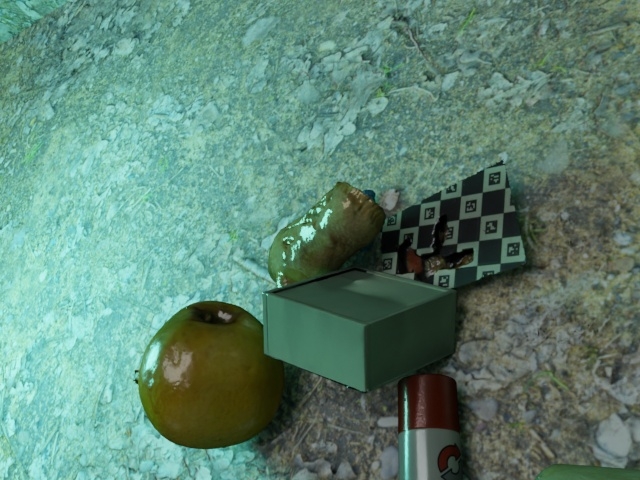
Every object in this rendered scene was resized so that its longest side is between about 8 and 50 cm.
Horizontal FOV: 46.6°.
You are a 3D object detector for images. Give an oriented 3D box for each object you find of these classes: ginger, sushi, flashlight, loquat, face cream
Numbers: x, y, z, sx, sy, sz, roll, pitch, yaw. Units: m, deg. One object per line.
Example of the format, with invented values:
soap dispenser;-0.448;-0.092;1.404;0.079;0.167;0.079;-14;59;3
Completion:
ginger;0.000;0.000;1.350;0.354;0.126;0.190;-42;12;49
sushi;0.224;0.006;1.272;0.279;0.043;0.193;-27;55;37
flashlight;0.085;-0.039;1.418;0.051;0.051;0.129;-7;58;38
loquat;-0.196;0.255;1.362;0.274;0.275;0.275;-20;55;32
face cream;0.165;0.317;1.118;0.095;0.096;0.214;-18;56;33

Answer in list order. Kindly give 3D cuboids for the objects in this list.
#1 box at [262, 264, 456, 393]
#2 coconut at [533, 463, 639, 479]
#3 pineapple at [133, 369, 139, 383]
box;0.062;0.138;1.200;0.225;0.225;0.118;13;109;44
coconut;0.323;0.393;0.811;0.323;0.323;0.323;-20;55;32
pineapple;-0.327;0.314;1.555;0.069;0.137;0.116;-13;16;31
